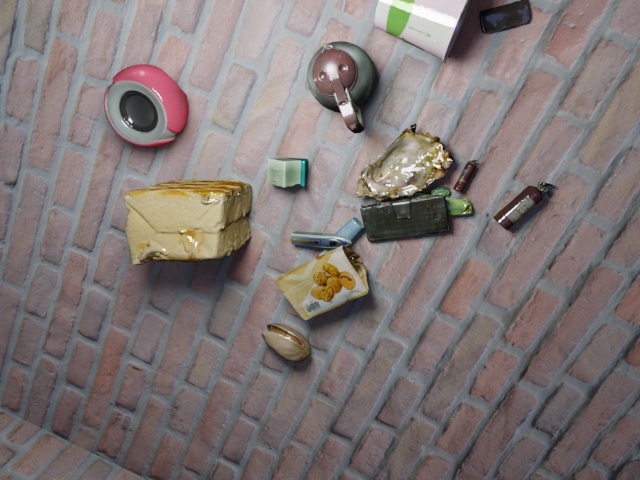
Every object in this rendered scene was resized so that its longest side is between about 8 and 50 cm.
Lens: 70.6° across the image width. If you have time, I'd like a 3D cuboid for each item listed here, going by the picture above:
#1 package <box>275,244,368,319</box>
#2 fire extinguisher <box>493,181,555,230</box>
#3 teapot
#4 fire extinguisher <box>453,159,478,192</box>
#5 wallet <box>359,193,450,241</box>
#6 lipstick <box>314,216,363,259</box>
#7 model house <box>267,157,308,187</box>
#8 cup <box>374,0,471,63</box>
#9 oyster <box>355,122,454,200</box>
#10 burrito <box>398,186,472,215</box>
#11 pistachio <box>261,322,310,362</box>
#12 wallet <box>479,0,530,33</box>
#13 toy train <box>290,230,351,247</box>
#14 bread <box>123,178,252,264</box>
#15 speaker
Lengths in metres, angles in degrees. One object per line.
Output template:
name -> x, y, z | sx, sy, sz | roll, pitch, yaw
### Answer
package -> 0.016, 0.145, 1.795 | 0.312, 0.165, 0.221 | -29, 107, 21
fire extinguisher -> 0.752, -0.132, 1.656 | 0.099, 0.071, 0.231 | 36, 108, -31
teapot -> 0.076, -0.512, 1.525 | 0.234, 0.312, 0.314 | -19, 101, 15
fire extinguisher -> 0.536, -0.241, 1.663 | 0.039, 0.056, 0.132 | 14, 112, -23
wallet -> 0.318, -0.080, 1.711 | 0.318, 0.044, 0.168 | -7, 125, 17
lipstick -> 0.057, 0.020, 1.805 | 0.068, 0.061, 0.274 | 43, 112, -6
model house -> -0.112, -0.262, 1.723 | 0.127, 0.149, 0.100 | 23, 117, 49
cup -> 0.334, -0.743, 1.464 | 0.274, 0.253, 0.252 | 24, 108, 8
oyster -> 0.303, -0.246, 1.668 | 0.361, 0.096, 0.221 | -42, 83, 14
burrito -> 0.430, -0.154, 1.705 | 0.289, 0.054, 0.104 | 9, 104, 8
pistachio -> -0.144, 0.433, 1.919 | 0.223, 0.126, 0.152 | 33, 143, -1
wallet -> 0.621, -0.752, 1.524 | 0.157, 0.018, 0.082 | -12, 102, 12
toy train -> 0.001, 0.000, 1.771 | 0.252, 0.048, 0.054 | 5, 103, 28
bread -> -0.479, -0.081, 1.699 | 0.391, 0.371, 0.278 | -1, 106, 8
speaker -> -0.640, -0.486, 1.667 | 0.295, 0.294, 0.293 | 2, 106, 8
